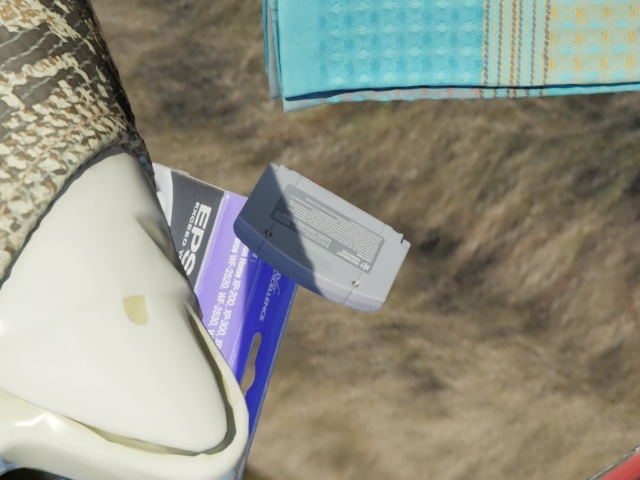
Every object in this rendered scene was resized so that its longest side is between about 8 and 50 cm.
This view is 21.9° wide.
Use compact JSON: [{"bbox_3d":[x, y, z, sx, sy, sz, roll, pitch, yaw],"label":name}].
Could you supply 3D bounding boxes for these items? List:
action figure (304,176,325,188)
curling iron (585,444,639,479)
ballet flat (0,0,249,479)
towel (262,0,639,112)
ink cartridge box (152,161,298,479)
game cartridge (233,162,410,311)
[{"bbox_3d":[-0.032,0.007,1.283,0.030,0.115,0.038,31,-169,26],"label":"action figure"},{"bbox_3d":[0.162,0.182,1.031,0.068,0.274,0.035,58,158,21],"label":"curling iron"},{"bbox_3d":[-0.127,0.108,0.520,0.182,0.483,0.164,16,152,15],"label":"ballet flat"},{"bbox_3d":[0.144,-0.199,0.902,0.370,0.040,0.271,-2,123,3],"label":"towel"},{"bbox_3d":[-0.088,0.064,1.052,0.045,0.206,0.208,15,-177,-27],"label":"ink cartridge box"},{"bbox_3d":[0.000,0.000,0.817,0.083,0.056,0.017,30,132,-2],"label":"game cartridge"}]
